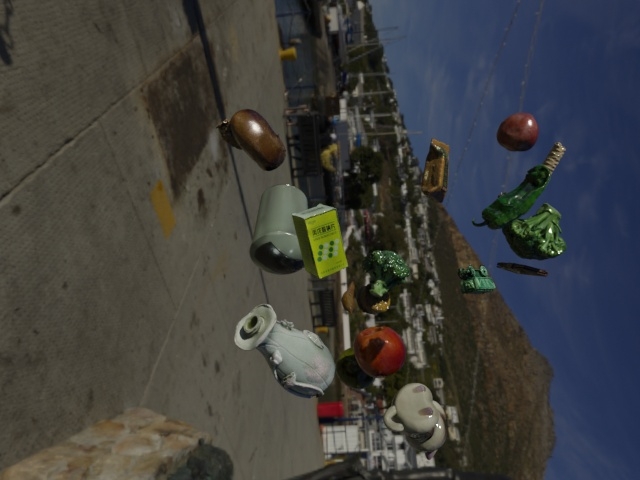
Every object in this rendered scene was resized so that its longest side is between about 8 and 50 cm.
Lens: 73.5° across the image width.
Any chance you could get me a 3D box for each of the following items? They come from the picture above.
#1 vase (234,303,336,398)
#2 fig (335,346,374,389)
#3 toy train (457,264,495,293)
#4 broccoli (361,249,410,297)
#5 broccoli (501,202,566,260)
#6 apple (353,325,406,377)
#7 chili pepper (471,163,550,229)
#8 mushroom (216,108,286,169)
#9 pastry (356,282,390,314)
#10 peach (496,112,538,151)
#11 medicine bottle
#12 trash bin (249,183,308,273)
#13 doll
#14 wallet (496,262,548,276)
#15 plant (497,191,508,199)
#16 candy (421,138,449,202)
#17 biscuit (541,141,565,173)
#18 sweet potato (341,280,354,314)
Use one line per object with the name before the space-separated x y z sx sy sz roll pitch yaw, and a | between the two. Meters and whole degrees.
vase | -0.131 0.435 1.678 0.445 0.250 0.249 48 27 -35
fig | 0.187 0.624 2.104 0.225 0.203 0.202 33 52 -66
toy train | 0.856 0.218 2.377 0.270 0.115 0.154 7 67 -46
broccoli | 0.343 0.180 2.345 0.270 0.270 0.269 78 36 -68
broccoli | 0.904 -0.034 1.801 0.241 0.269 0.261 -56 -165 23
apple | 0.252 0.476 1.835 0.218 0.219 0.201 -42 114 -85
chili pepper | 0.557 -0.115 1.233 0.100 0.257 0.074 48 -6 35
mushroom | -0.250 -0.392 1.646 0.163 0.278 0.297 -53 -167 4
pastry | 0.301 0.332 2.445 0.103 0.189 0.188 -37 -134 49
peach | 0.747 -0.404 1.600 0.152 0.152 0.151 -3 90 -86
medicine bottle | 0.000 0.000 1.627 0.141 0.137 0.249 22 -52 64
trash bin | -0.184 -0.043 2.051 0.280 0.281 0.431 83 4 -46
doll | 0.437 0.783 1.879 0.370 0.226 0.215 49 6 -37
wallet | 0.926 0.134 1.981 0.230 0.125 0.042 -164 -91 -84
plant | 0.877 -0.163 1.983 0.143 0.092 0.094 40 -14 39
candy | 0.508 -0.309 1.872 0.143 0.101 0.270 19 79 -43
biscuit | 0.939 -0.299 1.780 0.061 0.055 0.219 10 111 -48
sweet potato | 0.135 0.272 2.096 0.226 0.068 0.068 -80 167 -52
